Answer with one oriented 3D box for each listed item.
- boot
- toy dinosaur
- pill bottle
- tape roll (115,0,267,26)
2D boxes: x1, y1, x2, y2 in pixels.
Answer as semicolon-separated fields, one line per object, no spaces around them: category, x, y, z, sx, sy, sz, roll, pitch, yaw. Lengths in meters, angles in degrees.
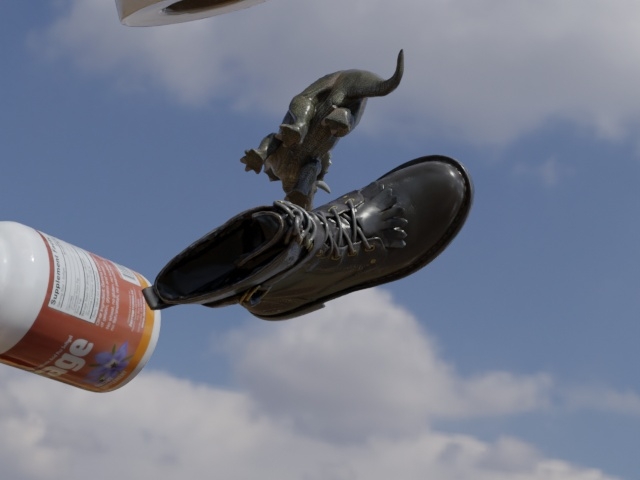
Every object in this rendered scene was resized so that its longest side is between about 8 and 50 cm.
boot;0.000;0.000;1.206;0.263;0.091;0.229;-31;-13;9
toy dinosaur;-0.004;-0.141;1.736;0.121;0.160;0.313;29;-55;-3
pill bottle;-0.254;0.055;1.271;0.121;0.121;0.216;-6;-21;38
tape roll;-0.155;-0.383;1.824;0.246;0.169;0.246;-14;2;0
